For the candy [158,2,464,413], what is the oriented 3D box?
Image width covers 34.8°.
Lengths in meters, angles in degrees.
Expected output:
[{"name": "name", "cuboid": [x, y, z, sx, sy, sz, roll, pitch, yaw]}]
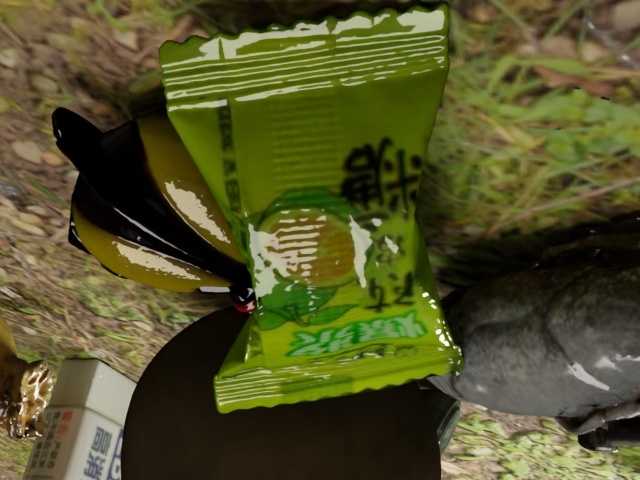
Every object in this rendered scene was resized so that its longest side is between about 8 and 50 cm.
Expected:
[{"name": "candy", "cuboid": [0.000, 0.000, 0.532, 0.148, 0.069, 0.246, -7, 122, 1]}]

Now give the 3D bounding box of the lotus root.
[{"name": "lotus root", "cuboid": [-0.375, 0.095, 0.901, 0.303, 0.131, 0.146, 10, 152, 12]}]

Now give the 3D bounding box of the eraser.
[{"name": "eraser", "cuboid": [-0.233, 0.239, 1.022, 0.067, 0.210, 0.124, -7, 147, 33]}]

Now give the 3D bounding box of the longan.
[{"name": "longan", "cuboid": [-0.027, 0.169, 0.777, 0.258, 0.258, 0.258, 11, 153, 6]}]

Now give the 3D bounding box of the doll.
[{"name": "doll", "cuboid": [-0.050, -0.005, 0.609, 0.248, 0.127, 0.088, 35, 179, -29]}]

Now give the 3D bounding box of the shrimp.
[{"name": "shrimp", "cuboid": [0.194, 0.062, 0.590, 0.145, 0.117, 0.343, 32, 155, -33]}]

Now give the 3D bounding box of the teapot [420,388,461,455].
[{"name": "teapot", "cuboid": [0.089, 0.156, 0.892, 0.057, 0.066, 0.088, 25, -179, 20]}]
